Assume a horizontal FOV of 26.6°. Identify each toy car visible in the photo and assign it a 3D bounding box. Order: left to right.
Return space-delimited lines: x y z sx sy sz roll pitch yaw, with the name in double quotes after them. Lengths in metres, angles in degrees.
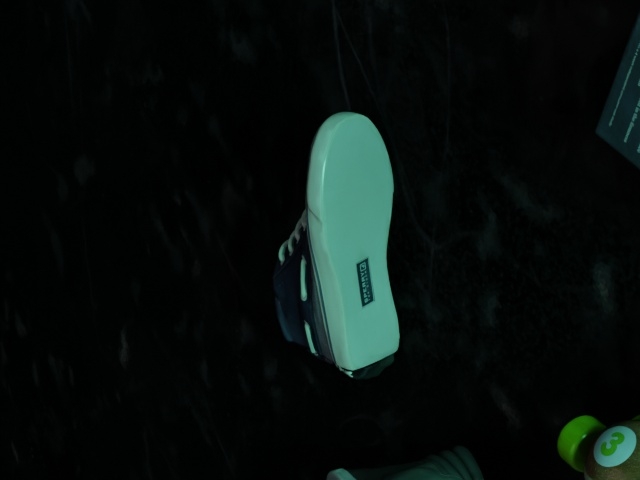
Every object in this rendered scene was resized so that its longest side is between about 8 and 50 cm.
0.325 0.153 1.235 0.155 0.149 0.188 41 124 57 "toy car"

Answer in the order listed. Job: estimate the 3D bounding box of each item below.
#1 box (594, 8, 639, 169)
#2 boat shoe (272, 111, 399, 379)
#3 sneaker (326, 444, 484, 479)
0.347 -0.103 1.104 0.207 0.108 0.153 48 139 36 "box"
0.000 0.000 1.676 0.158 0.127 0.340 17 118 46 "boat shoe"
0.107 0.313 1.648 0.296 0.147 0.104 152 104 -70 "sneaker"
